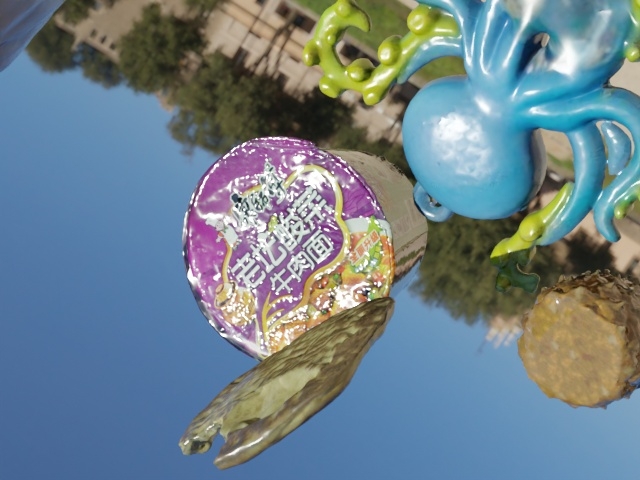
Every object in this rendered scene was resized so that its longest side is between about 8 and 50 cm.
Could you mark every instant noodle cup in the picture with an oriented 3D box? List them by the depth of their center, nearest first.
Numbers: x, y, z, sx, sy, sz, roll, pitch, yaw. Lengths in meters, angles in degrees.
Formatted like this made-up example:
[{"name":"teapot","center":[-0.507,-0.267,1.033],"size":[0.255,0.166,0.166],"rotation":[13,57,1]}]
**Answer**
[{"name":"instant noodle cup","center":[0.000,0.000,1.082],"size":[0.251,0.251,0.190],"rotation":[36,-157,15]}]

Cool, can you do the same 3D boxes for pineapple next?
[{"name":"pineapple","center":[0.272,0.065,0.825],"size":[0.119,0.111,0.237],"rotation":[-6,-173,44]}]

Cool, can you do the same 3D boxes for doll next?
[{"name":"doll","center":[0.166,-0.149,0.879],"size":[0.346,0.341,0.099],"rotation":[39,-145,8]}]

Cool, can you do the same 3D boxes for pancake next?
[{"name":"pancake","center":[-0.027,0.115,0.812],"size":[0.029,0.212,0.235],"rotation":[53,165,-7]}]

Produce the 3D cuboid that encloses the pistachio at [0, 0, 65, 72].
[{"name":"pistachio","center":[-0.365,-0.353,0.991],"size":[0.281,0.445,0.365],"rotation":[21,-163,-34]}]
